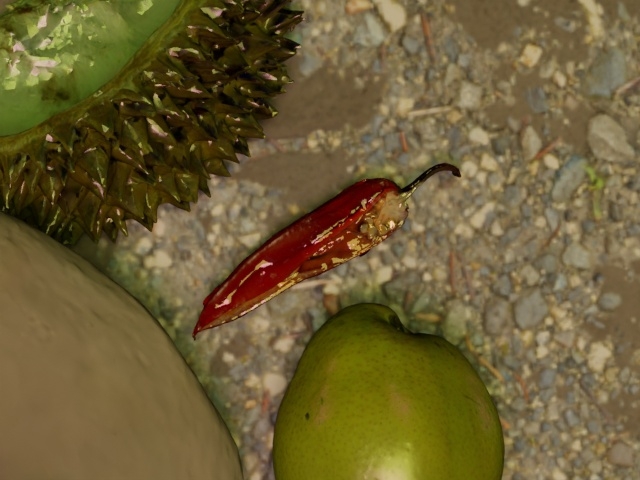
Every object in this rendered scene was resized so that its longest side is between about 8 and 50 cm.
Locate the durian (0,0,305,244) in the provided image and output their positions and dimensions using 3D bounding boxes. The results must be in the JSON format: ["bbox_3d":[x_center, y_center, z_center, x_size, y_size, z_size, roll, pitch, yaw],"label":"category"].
[{"bbox_3d":[-0.155,-0.132,1.018,0.394,0.163,0.198,-42,57,-8],"label":"durian"}]

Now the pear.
[{"bbox_3d":[0.055,0.160,1.003,0.187,0.187,0.219,3,71,-7],"label":"pear"}]

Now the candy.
[{"bbox_3d":[-0.240,0.182,0.910,0.427,0.186,0.386,26,79,-33],"label":"candy"}]

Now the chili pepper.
[{"bbox_3d":[0.000,0.000,1.051,0.268,0.059,0.050,-32,57,-2],"label":"chili pepper"}]
